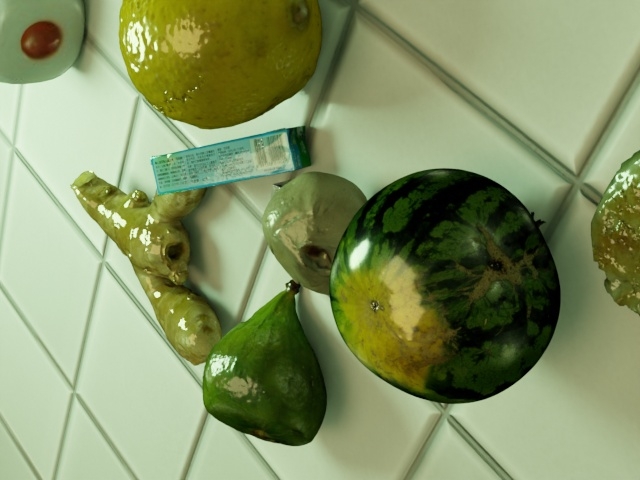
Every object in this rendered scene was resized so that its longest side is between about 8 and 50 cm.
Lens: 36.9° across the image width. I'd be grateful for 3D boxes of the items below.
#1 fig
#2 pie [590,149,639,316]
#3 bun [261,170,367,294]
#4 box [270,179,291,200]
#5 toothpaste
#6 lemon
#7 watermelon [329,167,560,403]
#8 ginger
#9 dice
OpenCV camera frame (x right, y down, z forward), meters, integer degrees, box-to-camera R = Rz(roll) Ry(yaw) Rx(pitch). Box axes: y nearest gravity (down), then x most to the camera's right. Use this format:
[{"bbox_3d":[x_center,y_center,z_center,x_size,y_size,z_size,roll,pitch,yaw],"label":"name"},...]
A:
[{"bbox_3d":[-0.072,0.182,1.480,0.203,0.203,0.235,-12,53,50],"label":"fig"},{"bbox_3d":[0.415,0.066,0.923,0.296,0.078,0.371,-28,83,50],"label":"pie"},{"bbox_3d":[0.000,0.000,1.311,0.173,0.113,0.166,41,117,-9],"label":"bun"},{"bbox_3d":[-0.026,-0.045,1.414,0.117,0.036,0.050,29,122,40],"label":"box"},{"bbox_3d":[-0.139,-0.120,1.451,0.267,0.050,0.065,-8,98,32],"label":"toothpaste"},{"bbox_3d":[-0.128,-0.279,1.287,0.310,0.258,0.258,-11,94,47],"label":"lemon"},{"bbox_3d":[0.140,0.055,1.099,0.269,0.269,0.269,19,116,44],"label":"watermelon"},{"bbox_3d":[-0.292,0.023,1.697,0.348,0.122,0.363,8,114,49],"label":"ginger"},{"bbox_3d":[-0.562,-0.414,1.782,0.192,0.194,0.193,45,134,31],"label":"dice"}]
